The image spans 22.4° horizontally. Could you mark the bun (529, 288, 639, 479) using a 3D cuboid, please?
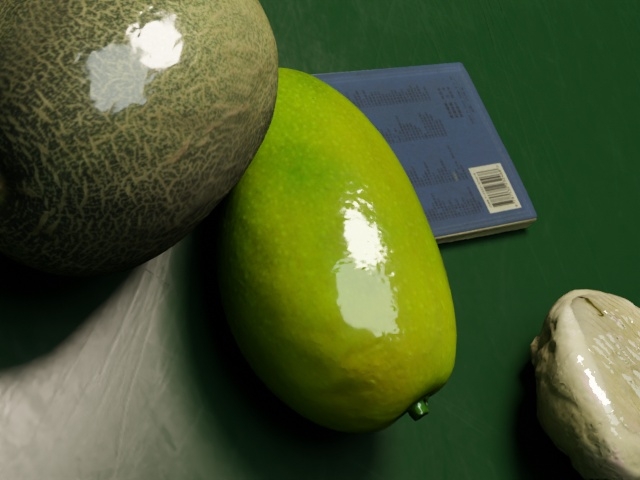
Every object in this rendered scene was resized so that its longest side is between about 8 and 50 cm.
[{"bbox_3d":[0.275,0.155,1.517,0.210,0.116,0.237,42,32,-4],"label":"bun"}]

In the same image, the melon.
[{"bbox_3d":[-0.163,-0.112,1.267,0.248,0.248,0.329,47,39,-3],"label":"melon"}]

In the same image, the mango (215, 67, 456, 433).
[{"bbox_3d":[0.000,0.000,1.380,0.192,0.156,0.343,-4,61,-27],"label":"mango"}]

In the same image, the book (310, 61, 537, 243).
[{"bbox_3d":[0.079,-0.083,1.581,0.269,0.025,0.190,-10,69,-40],"label":"book"}]
